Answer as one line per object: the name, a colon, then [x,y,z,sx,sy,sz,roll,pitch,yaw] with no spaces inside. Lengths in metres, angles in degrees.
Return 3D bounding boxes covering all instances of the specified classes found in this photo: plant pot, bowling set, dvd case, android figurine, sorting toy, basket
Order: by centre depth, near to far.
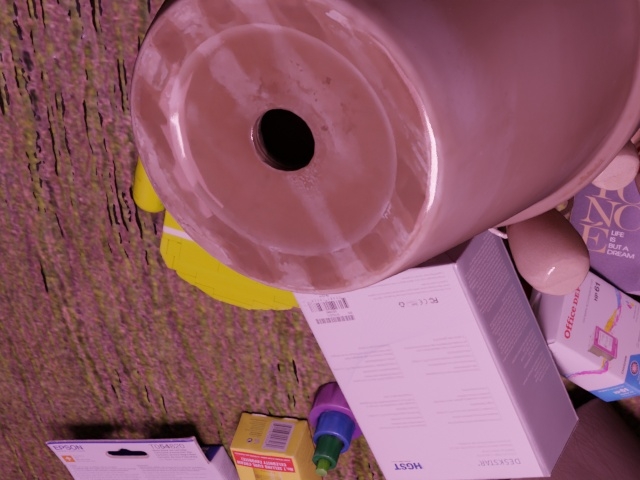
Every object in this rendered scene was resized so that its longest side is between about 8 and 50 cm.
plant pot: [0.033,-0.111,0.881,0.323,0.280,0.323,13,123,21]
bowling set: [0.255,-0.103,1.109,0.287,0.154,0.200,-17,128,-2]
dvd case: [0.311,-0.025,1.299,0.164,0.018,0.221,11,138,10]
android figurine: [-0.064,-0.029,1.396,0.248,0.056,0.273,16,136,3]
basket: [0.310,0.311,1.467,0.227,0.154,0.204,44,112,30]
sorting toy: [0.111,0.171,1.506,0.127,0.126,0.365,40,134,-22]

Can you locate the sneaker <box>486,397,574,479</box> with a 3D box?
sneaker: [0.204,0.218,1.566,0.071,0.066,0.188,27,138,-7]

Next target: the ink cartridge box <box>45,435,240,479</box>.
ink cartridge box: [-0.208,0.309,1.838,0.223,0.045,0.224,-4,133,24]

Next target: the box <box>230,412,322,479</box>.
box: [-0.044,0.306,1.762,0.087,0.058,0.232,6,137,16]

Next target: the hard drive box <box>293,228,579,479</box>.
hard drive box: [0.107,0.106,1.320,0.181,0.089,0.232,-9,116,36]

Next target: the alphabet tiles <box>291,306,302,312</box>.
alphabet tiles: [0.000,0.000,1.453,0.198,0.009,0.237,16,139,4]

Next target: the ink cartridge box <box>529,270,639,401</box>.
ink cartridge box: [0.256,0.087,1.367,0.122,0.088,0.052,29,152,-26]
